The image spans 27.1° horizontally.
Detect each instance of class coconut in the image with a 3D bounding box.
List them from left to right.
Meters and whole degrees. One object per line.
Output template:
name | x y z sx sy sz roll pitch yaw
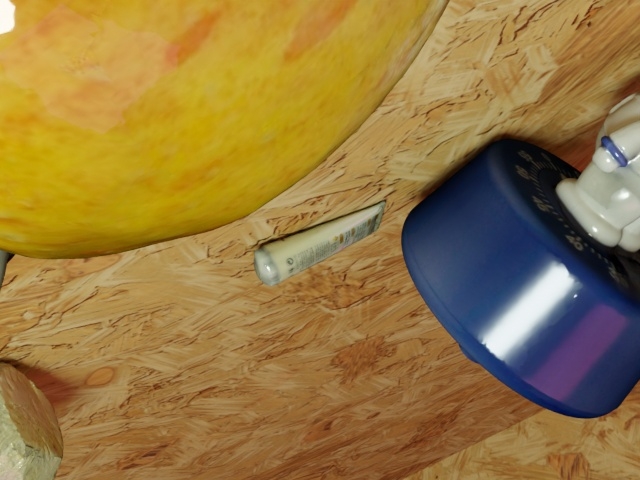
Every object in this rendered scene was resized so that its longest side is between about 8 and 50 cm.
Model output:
coconut | -0.347 0.207 1.320 0.152 0.147 0.147 -27 159 6

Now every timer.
timer | 0.286 -0.055 1.204 0.270 0.270 0.383 6 131 -52

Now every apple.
apple | -0.089 -0.144 0.488 0.275 0.299 0.299 -43 163 -11

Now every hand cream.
hand cream | 0.000 0.000 1.304 0.143 0.039 0.061 -24 155 -19

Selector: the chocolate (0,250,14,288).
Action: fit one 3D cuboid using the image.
chocolate | -0.278 -0.015 0.677 0.283 0.284 0.186 -33 168 28
